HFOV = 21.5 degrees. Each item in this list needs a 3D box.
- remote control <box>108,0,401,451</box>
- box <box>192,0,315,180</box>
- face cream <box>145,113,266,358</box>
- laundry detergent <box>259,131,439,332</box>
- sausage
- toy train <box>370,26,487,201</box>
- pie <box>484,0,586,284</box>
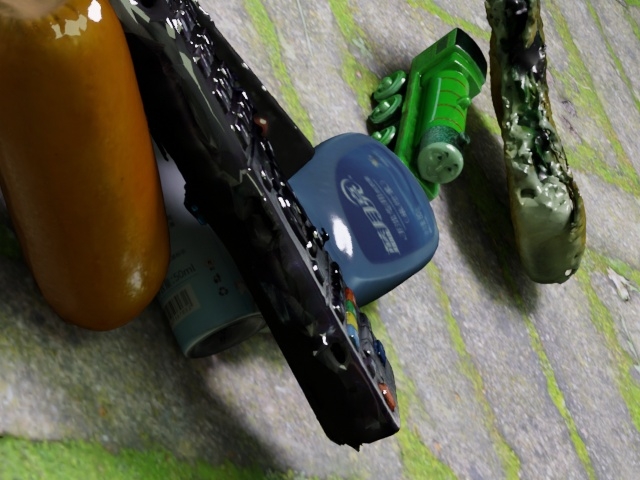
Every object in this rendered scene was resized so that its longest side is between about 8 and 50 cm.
[{"bbox_3d":[-0.056,-0.033,1.172,0.399,0.062,0.144,61,10,-16],"label":"remote control"},{"bbox_3d":[-0.145,-0.194,1.295,0.350,0.058,0.211,51,-2,-24],"label":"box"},{"bbox_3d":[-0.116,-0.028,1.268,0.075,0.075,0.229,0,60,-59],"label":"face cream"},{"bbox_3d":[0.000,0.000,1.404,0.143,0.094,0.290,59,26,-1],"label":"laundry detergent"},{"bbox_3d":[-0.157,-0.052,1.083,0.105,0.105,0.274,-94,177,-45],"label":"sausage"},{"bbox_3d":[0.105,-0.115,1.683,0.085,0.119,0.251,46,27,-20],"label":"toy train"},{"bbox_3d":[0.224,-0.136,1.813,0.296,0.078,0.371,21,60,-86],"label":"pie"}]
